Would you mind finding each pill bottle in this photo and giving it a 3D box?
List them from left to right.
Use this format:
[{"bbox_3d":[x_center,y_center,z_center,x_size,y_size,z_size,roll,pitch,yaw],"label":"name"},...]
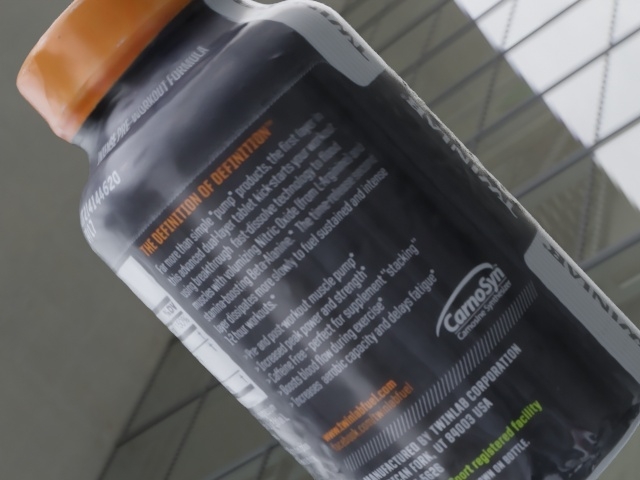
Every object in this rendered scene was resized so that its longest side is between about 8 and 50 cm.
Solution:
[{"bbox_3d":[0.000,0.000,0.514,0.246,0.130,0.130,46,-147,-3],"label":"pill bottle"}]
